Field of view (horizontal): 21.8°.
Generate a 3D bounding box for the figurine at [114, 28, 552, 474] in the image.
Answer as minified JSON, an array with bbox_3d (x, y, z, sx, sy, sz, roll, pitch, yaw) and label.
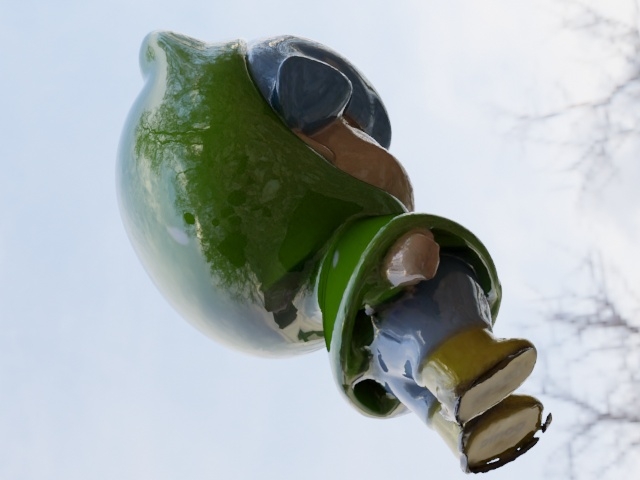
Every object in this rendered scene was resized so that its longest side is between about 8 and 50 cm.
[{"bbox_3d":[0.000,0.000,0.779,0.143,0.263,0.162,-36,-36,-12],"label":"figurine"}]
